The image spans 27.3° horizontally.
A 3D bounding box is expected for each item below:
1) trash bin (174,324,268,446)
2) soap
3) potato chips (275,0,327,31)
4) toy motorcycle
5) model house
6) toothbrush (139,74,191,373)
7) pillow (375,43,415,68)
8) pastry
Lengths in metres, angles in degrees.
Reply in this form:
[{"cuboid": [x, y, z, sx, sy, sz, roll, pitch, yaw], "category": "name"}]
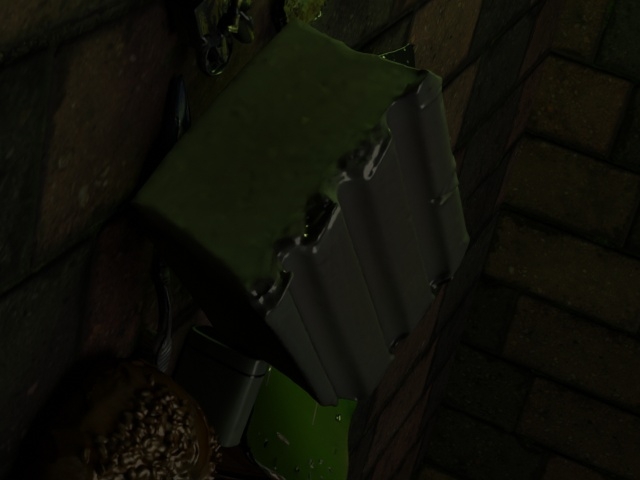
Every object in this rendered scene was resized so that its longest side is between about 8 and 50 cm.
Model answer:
[{"cuboid": [-0.140, 0.195, 1.776, 0.059, 0.116, 0.130, 0, 112, -62], "category": "trash bin"}, {"cuboid": [0.000, -0.008, 1.577, 0.350, 0.213, 0.435, -56, 154, -17], "category": "soap"}, {"cuboid": [-0.003, -0.360, 1.668, 0.220, 0.029, 0.202, -67, 166, 5], "category": "potato chips"}, {"cuboid": [-0.106, -0.263, 1.367, 0.124, 0.061, 0.193, -54, 152, -23], "category": "toy motorcycle"}, {"cuboid": [-0.072, 0.270, 1.951, 0.154, 0.207, 0.294, -27, -148, 32], "category": "model house"}, {"cuboid": [-0.179, -0.004, 1.526, 0.035, 0.042, 0.413, -34, 143, -49], "category": "toothbrush"}, {"cuboid": [0.110, -0.199, 2.077, 0.141, 0.055, 0.208, -32, 129, -56], "category": "pillow"}, {"cuboid": [-0.220, 0.274, 1.534, 0.311, 0.162, 0.255, 69, 44, -70], "category": "pastry"}]
